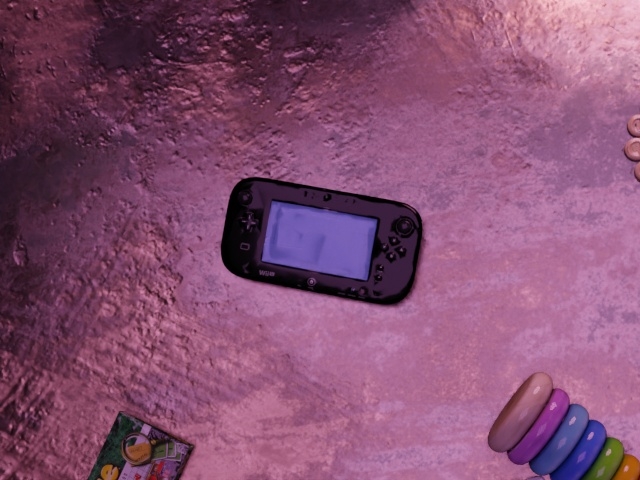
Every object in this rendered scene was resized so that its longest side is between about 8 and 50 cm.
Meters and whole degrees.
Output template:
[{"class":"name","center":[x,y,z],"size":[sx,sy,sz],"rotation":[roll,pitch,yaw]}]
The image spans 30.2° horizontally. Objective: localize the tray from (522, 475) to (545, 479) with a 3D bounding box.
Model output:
[{"class":"tray","center":[0.242,0.451,1.751],"size":[0.270,0.030,0.145],"rotation":[-13,59,-21]}]

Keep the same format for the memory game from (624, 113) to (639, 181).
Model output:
[{"class":"memory game","center":[0.571,-0.153,1.857],"size":[0.186,0.012,0.186],"rotation":[-1,81,9]}]

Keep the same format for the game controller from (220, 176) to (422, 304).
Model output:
[{"class":"game controller","center":[0.000,0.000,1.898],"size":[0.319,0.067,0.166],"rotation":[10,83,11]}]

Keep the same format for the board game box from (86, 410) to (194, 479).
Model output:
[{"class":"board game box","center":[-0.318,0.420,1.906],"size":[0.136,0.030,0.259],"rotation":[23,86,14]}]

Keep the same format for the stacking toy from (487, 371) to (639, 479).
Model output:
[{"class":"stacking toy","center":[0.417,0.343,1.761],"size":[0.330,0.141,0.141],"rotation":[36,88,5]}]
